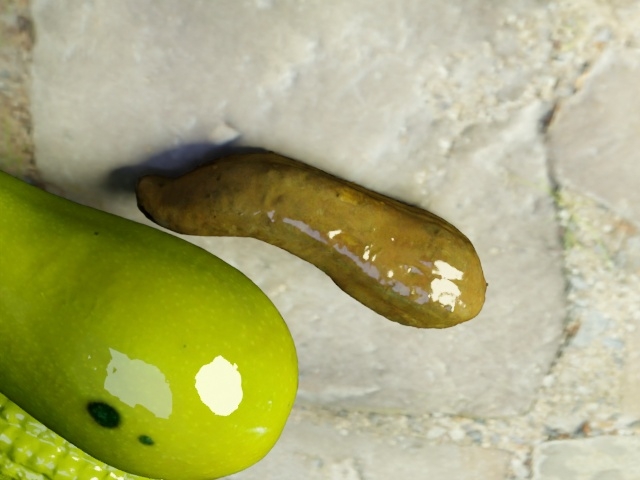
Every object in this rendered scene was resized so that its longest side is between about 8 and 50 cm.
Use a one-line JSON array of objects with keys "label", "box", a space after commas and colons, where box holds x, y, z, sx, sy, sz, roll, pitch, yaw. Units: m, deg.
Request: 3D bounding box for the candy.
[{"label": "candy", "box": [-0.198, 0.124, 1.145, 0.209, 0.097, 0.097, 29, 128, -12]}]

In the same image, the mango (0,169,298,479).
[{"label": "mango", "box": [-0.148, 0.045, 1.025, 0.293, 0.143, 0.175, 31, 161, -12]}]

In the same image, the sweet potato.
[{"label": "sweet potato", "box": [0.000, -0.005, 1.032, 0.233, 0.062, 0.081, 20, 133, -8]}]
